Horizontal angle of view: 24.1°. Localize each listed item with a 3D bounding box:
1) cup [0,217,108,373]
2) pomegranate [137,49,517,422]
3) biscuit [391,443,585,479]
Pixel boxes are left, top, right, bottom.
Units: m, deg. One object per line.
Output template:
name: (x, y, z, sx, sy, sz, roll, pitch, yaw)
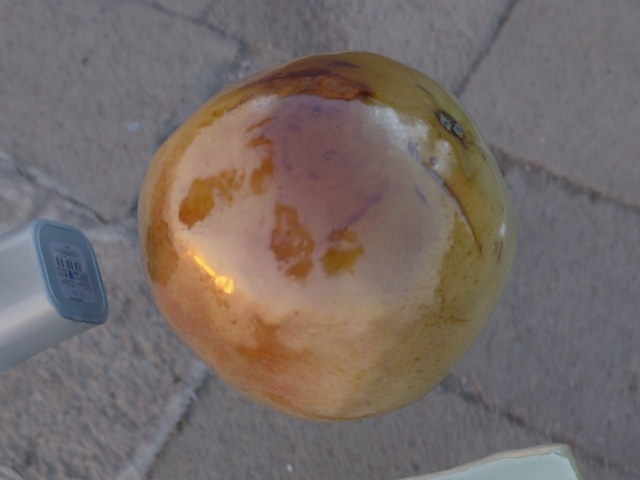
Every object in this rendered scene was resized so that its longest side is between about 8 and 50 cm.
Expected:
cup: (-0.241, 0.050, 1.206, 0.129, 0.128, 0.095, -23, 72, 21)
pomegranate: (0.000, 0.000, 1.225, 0.319, 0.319, 0.319, -3, 64, 6)
biscuit: (0.027, 0.129, 0.650, 0.188, 0.056, 0.052, -12, 62, -7)
